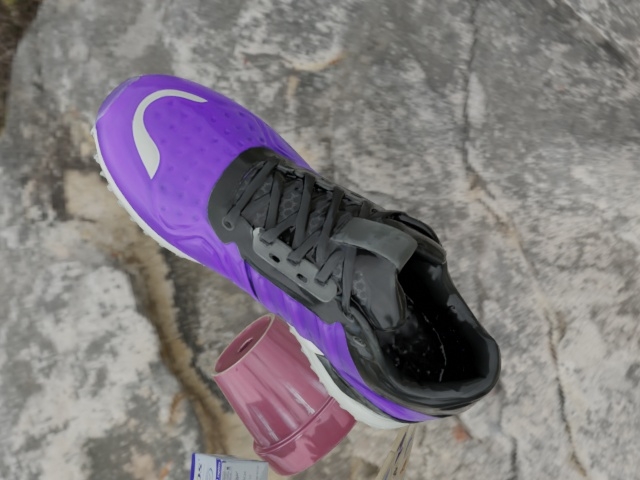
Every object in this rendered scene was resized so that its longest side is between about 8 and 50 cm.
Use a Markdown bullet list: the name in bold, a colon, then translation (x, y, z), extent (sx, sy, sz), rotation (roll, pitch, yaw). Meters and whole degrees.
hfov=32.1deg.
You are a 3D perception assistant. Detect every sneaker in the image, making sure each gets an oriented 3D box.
- **sneaker**: translation (0.001, 0.000, 0.659), extent (0.293, 0.146, 0.102), rotation (43, 69, -15)

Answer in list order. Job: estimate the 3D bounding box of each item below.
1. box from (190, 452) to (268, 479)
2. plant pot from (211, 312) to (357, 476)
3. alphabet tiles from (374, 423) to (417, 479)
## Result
- **box**: translation (-0.130, 0.360, 1.525), extent (0.072, 0.137, 0.126), rotation (8, 81, -22)
- **plant pot**: translation (-0.055, 0.214, 1.637), extent (0.201, 0.201, 0.180), rotation (-39, 104, 19)
- **alphabet tiles**: translation (0.064, 0.408, 1.503), extent (0.011, 0.285, 0.343), rotation (20, 135, 14)
